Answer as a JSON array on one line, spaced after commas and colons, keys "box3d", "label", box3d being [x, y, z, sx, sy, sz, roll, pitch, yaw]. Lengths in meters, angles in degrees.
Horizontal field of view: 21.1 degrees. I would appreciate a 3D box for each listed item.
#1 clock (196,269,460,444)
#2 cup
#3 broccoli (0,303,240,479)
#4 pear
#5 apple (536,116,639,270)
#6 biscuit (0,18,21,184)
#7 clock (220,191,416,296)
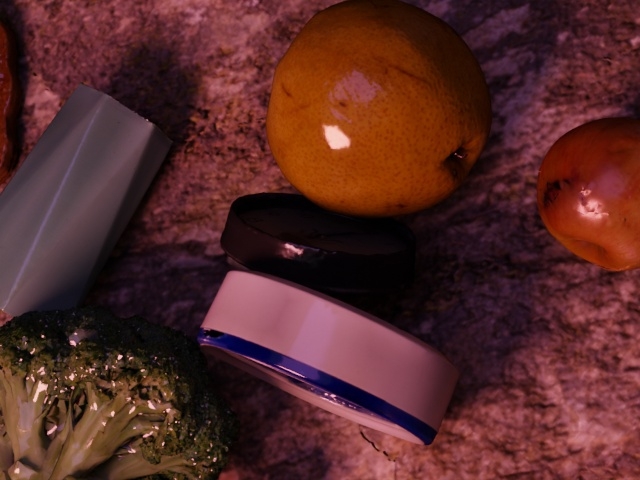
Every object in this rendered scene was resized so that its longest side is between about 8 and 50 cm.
[{"box3d": [0.007, 0.103, 1.525, 0.230, 0.230, 0.083, 19, 79, 20], "label": "clock"}, {"box3d": [-0.248, -0.028, 1.696, 0.134, 0.148, 0.235, 27, 81, 48], "label": "cup"}, {"box3d": [-0.215, 0.178, 1.553, 0.270, 0.270, 0.270, 6, 48, 18], "label": "broccoli"}, {"box3d": [0.057, -0.117, 1.584, 0.209, 0.209, 0.208, -4, 75, 16], "label": "pear"}, {"box3d": [0.260, -0.040, 1.531, 0.146, 0.146, 0.146, -4, 75, 16], "label": "apple"}, {"box3d": [-0.439, -0.154, 1.823, 0.257, 0.049, 0.273, -15, 74, 10], "label": "biscuit"}, {"box3d": [0.000, 0.000, 1.580, 0.185, 0.184, 0.040, 19, 108, 20], "label": "clock"}]
